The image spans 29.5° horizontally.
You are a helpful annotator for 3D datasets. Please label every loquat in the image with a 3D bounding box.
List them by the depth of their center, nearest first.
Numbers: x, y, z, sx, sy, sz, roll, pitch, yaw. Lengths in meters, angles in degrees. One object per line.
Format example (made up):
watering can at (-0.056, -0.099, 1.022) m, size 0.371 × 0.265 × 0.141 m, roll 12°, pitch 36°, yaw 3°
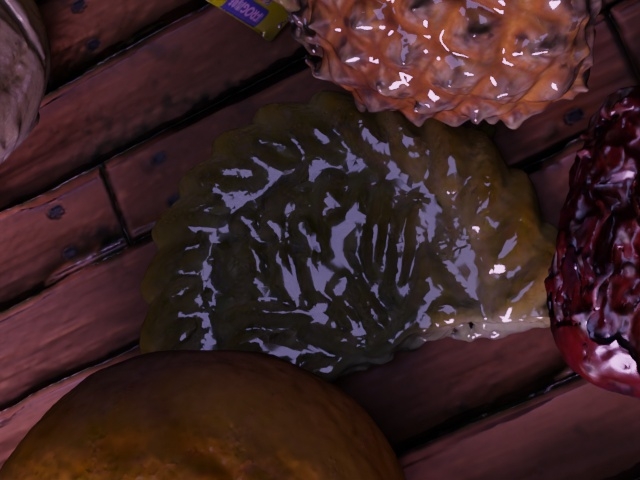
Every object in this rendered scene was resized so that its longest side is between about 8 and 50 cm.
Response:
loquat at (-0.060, 0.167, 0.652) m, size 0.238 × 0.193 × 0.238 m, roll 5°, pitch 106°, yaw 16°

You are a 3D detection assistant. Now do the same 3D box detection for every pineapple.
pineapple at (0.058, -0.140, 0.669) m, size 0.193 × 0.166 × 0.166 m, roll 5°, pitch 86°, yaw 14°

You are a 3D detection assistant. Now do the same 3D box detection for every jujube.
jujube at (0.175, 0.002, 0.649) m, size 0.104 × 0.104 × 0.166 m, roll 11°, pitch 80°, yaw 20°

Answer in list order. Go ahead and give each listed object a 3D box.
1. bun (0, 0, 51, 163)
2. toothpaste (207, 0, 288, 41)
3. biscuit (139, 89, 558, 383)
bun at (-0.245, -0.096, 0.789) m, size 0.173 × 0.113 × 0.167 m, roll -29°, pitch 35°, yaw 25°
toothpaste at (-0.138, -0.256, 0.771) m, size 0.327 × 0.110 × 0.077 m, roll 41°, pitch 101°, yaw 18°
biscuit at (0.000, 0.000, 0.737) m, size 0.273 × 0.036 × 0.187 m, roll -21°, pitch 78°, yaw 16°
